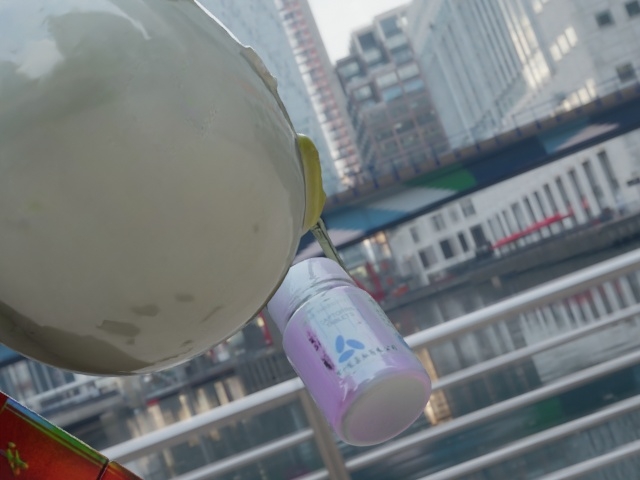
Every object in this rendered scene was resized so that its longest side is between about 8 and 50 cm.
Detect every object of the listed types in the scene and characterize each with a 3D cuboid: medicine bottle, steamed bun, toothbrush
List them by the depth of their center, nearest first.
[{"bbox_3d":[-0.186,-0.059,0.881,0.334,0.374,0.334,-22,40,20],"label":"steamed bun"},{"bbox_3d":[0.033,0.148,1.470,0.152,0.254,0.152,-18,-44,-18],"label":"medicine bottle"},{"bbox_3d":[0.001,-0.005,1.564,0.026,0.028,0.294,3,-27,23],"label":"toothbrush"}]

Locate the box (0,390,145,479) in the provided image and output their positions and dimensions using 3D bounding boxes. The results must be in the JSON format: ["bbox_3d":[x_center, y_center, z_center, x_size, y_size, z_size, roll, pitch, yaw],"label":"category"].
[{"bbox_3d":[-0.298,0.251,0.943,0.089,0.313,0.197,-36,23,47],"label":"box"}]
